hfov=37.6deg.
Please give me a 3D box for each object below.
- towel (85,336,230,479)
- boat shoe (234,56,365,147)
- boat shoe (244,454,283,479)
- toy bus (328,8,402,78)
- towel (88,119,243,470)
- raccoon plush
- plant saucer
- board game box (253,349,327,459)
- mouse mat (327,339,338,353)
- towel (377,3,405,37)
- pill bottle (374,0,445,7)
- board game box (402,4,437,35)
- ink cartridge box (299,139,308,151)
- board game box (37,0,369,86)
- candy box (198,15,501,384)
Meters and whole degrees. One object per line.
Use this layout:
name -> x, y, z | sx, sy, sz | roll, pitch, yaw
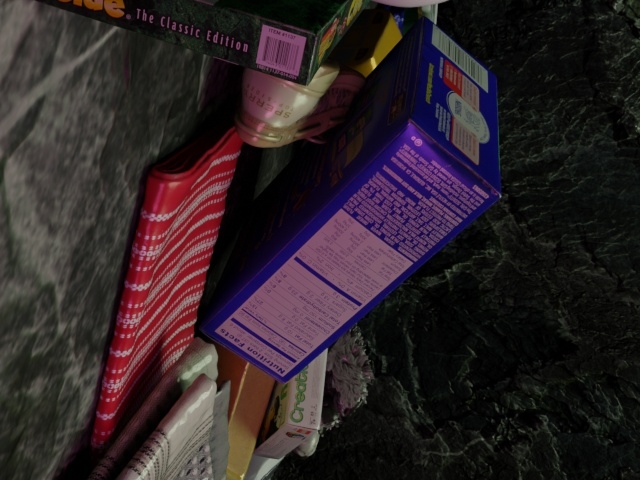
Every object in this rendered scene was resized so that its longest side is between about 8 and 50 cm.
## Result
towel -> -0.159, 0.288, 0.826 | 0.324, 0.056, 0.312 | -56, 156, -45
boat shoe -> -0.027, -0.141, 0.892 | 0.089, 0.104, 0.285 | -64, 173, 11
boat shoe -> -0.130, 0.399, 1.612 | 0.301, 0.108, 0.102 | -56, 166, -57
toy bus -> 0.082, -0.149, 1.261 | 0.333, 0.130, 0.108 | 58, 46, -45
towel -> -0.129, 0.039, 0.810 | 0.199, 0.031, 0.275 | -56, 164, -67
raccoon plush -> 0.001, 0.215, 1.905 | 0.299, 0.216, 0.447 | 120, -10, -77
plant saucer -> -0.125, 0.214, 1.180 | 0.333, 0.080, 0.333 | -45, 153, -78
board game box -> -0.038, 0.153, 1.398 | 0.193, 0.053, 0.305 | 128, -28, -59
mouse mat -> 0.013, 0.099, 1.372 | 0.190, 0.007, 0.153 | 122, -23, -52
towel -> 0.124, -0.330, 1.861 | 0.228, 0.076, 0.308 | -64, 171, -59
pill bottle -> 0.092, -0.377, 0.812 | 0.323, 0.181, 0.182 | 101, 9, -53
board game box -> 0.132, -0.457, 1.178 | 0.390, 0.050, 0.390 | -33, 127, -82
ink cartridge box -> 0.021, -0.132, 1.414 | 0.092, 0.089, 0.143 | 36, 73, -84
board game box -> -0.035, -0.159, 0.521 | 0.260, 0.136, 0.030 | -64, 173, -58
candy box -> 0.036, -0.043, 0.974 | 0.317, 0.122, 0.268 | -43, -163, 30
